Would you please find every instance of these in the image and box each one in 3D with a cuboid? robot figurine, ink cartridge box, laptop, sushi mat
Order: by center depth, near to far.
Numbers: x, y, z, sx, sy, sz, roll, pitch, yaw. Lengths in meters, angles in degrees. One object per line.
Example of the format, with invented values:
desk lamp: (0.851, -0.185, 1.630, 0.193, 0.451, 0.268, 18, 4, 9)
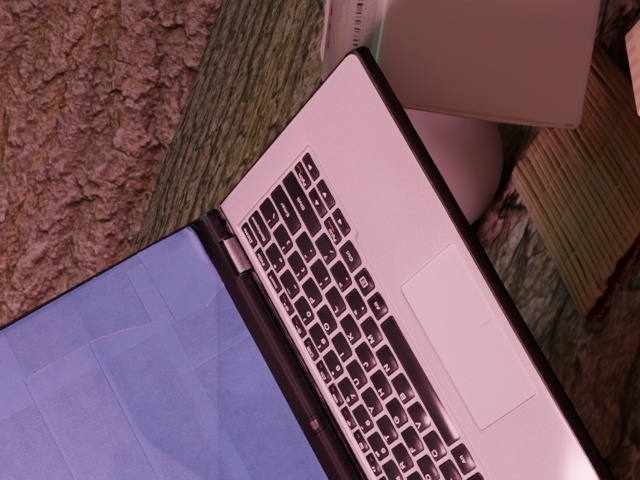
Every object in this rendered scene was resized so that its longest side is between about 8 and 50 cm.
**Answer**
laptop: (-0.049, 0.145, 1.259, 0.236, 0.382, 0.408, -22, -13, -34)
ink cartridge box: (0.110, -0.246, 1.401, 0.385, 0.160, 0.279, -127, 45, -80)
sushi mat: (0.223, -0.057, 1.442, 0.151, 0.019, 0.316, -62, 14, 18)
robot figurine: (0.065, -0.067, 1.719, 0.173, 0.209, 0.278, -33, 1, -21)

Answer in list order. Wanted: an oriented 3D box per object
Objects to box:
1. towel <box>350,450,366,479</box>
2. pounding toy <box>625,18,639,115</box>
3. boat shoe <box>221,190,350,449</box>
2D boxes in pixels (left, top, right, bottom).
towel: (0.022, 0.277, 1.625, 0.336, 0.040, 0.243, -56, 15, 27)
pounding toy: (0.291, -0.143, 1.135, 0.141, 0.130, 0.100, 128, 148, -46)
boat shoe: (-0.040, 0.080, 1.791, 0.156, 0.187, 0.500, -56, 19, 17)
